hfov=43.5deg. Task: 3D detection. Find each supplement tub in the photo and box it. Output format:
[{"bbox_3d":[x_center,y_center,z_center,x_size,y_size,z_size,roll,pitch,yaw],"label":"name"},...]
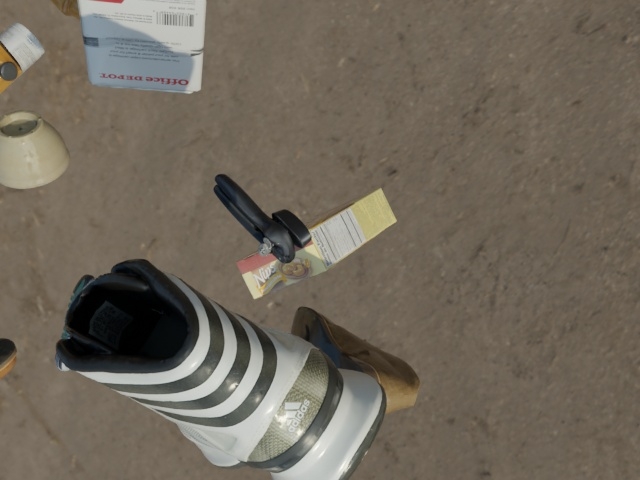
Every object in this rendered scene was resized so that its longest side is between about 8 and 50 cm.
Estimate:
[{"bbox_3d":[-0.534,-0.312,1.369,0.071,0.107,0.071,38,162,14],"label":"supplement tub"}]

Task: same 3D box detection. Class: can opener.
[{"bbox_3d":[-0.099,-0.033,1.223,0.186,0.073,0.059,38,135,23],"label":"can opener"}]

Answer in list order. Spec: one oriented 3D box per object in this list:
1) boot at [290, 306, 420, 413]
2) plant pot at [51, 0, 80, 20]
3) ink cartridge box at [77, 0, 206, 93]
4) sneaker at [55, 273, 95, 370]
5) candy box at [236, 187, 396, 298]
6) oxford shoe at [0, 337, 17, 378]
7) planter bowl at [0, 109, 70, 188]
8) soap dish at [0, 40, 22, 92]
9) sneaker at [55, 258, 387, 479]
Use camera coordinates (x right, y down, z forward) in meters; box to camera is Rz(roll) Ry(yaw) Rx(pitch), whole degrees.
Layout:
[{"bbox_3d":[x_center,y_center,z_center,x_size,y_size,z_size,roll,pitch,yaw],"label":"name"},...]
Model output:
[{"bbox_3d":[0.044,0.193,1.280,0.305,0.115,0.112,35,117,57],"label":"boot"},{"bbox_3d":[-0.397,-0.474,1.566,0.188,0.205,0.205,50,135,-5],"label":"plant pot"},{"bbox_3d":[-0.291,-0.377,1.334,0.273,0.197,0.114,110,160,-60],"label":"ink cartridge box"},{"bbox_3d":[-0.523,0.189,1.811,0.083,0.098,0.223,24,97,61],"label":"sneaker"},{"bbox_3d":[0.000,0.000,1.583,0.183,0.316,0.087,-24,95,34],"label":"candy box"},{"bbox_3d":[-0.426,0.192,0.899,0.076,0.212,0.076,31,154,45],"label":"oxford shoe"},{"bbox_3d":[-0.614,-0.202,1.671,0.162,0.162,0.109,30,142,25],"label":"planter bowl"},{"bbox_3d":[-0.522,-0.198,0.960,0.118,0.291,0.229,22,155,38],"label":"soap dish"},{"bbox_3d":[-0.129,0.110,0.817,0.257,0.169,0.447,38,163,-14],"label":"sneaker"}]
